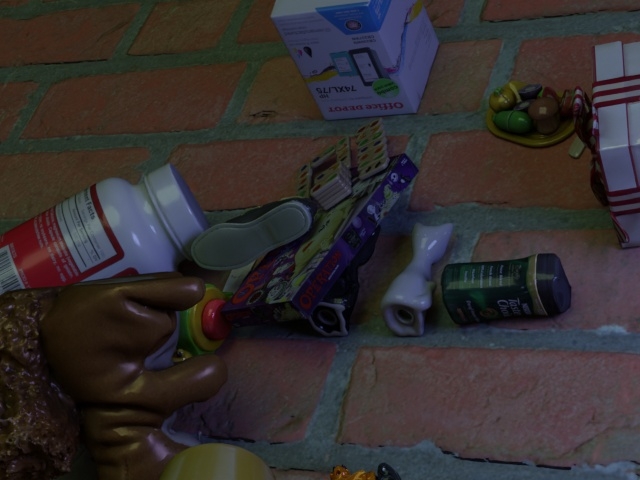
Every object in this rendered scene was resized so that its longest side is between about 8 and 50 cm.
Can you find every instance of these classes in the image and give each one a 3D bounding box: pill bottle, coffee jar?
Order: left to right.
[{"bbox_3d":[-0.399,0.034,2.196,0.408,0.229,0.229,-28,43,1],"label":"pill bottle"},{"bbox_3d":[0.280,0.073,1.889,0.184,0.096,0.079,-8,50,23],"label":"coffee jar"}]

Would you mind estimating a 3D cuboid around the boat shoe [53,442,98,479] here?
[{"bbox_3d":[-0.377,0.364,2.001,0.233,0.084,0.079,-52,8,-13],"label":"boat shoe"}]

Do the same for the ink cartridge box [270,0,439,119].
[{"bbox_3d":[0.070,-0.386,2.310,0.198,0.270,0.197,-2,51,27],"label":"ink cartridge box"}]

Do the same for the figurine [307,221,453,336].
[{"bbox_3d":[0.102,0.047,2.023,0.215,0.092,0.209,-2,45,26],"label":"figurine"}]

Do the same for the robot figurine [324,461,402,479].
[{"bbox_3d":[0.037,0.435,1.685,0.211,0.085,0.291,-16,45,14],"label":"robot figurine"}]

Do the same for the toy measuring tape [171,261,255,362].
[{"bbox_3d":[-0.184,0.079,2.122,0.121,0.121,0.330,2,51,30],"label":"toy measuring tape"}]

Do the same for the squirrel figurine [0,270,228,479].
[{"bbox_3d":[-0.334,0.247,1.867,0.397,0.370,0.281,-6,2,-20],"label":"squirrel figurine"}]

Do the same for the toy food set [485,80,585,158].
[{"bbox_3d":[0.371,-0.229,2.143,0.218,0.071,0.128,22,63,40],"label":"toy food set"}]

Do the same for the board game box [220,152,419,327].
[{"bbox_3d":[0.000,0.000,2.060,0.208,0.056,0.347,-19,28,55],"label":"board game box"}]

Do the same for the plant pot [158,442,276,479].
[{"bbox_3d":[-0.142,0.403,1.631,0.254,0.254,0.239,-18,30,12],"label":"plant pot"}]

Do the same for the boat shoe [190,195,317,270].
[{"bbox_3d":[-0.108,-0.012,2.087,0.228,0.081,0.068,-19,11,24],"label":"boat shoe"}]

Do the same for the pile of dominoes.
[{"bbox_3d":[0.026,-0.136,2.175,0.196,0.040,0.251,-35,21,16],"label":"pile of dominoes"}]

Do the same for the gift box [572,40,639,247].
[{"bbox_3d":[0.513,-0.145,1.855,0.258,0.255,0.276,-8,43,20],"label":"gift box"}]
